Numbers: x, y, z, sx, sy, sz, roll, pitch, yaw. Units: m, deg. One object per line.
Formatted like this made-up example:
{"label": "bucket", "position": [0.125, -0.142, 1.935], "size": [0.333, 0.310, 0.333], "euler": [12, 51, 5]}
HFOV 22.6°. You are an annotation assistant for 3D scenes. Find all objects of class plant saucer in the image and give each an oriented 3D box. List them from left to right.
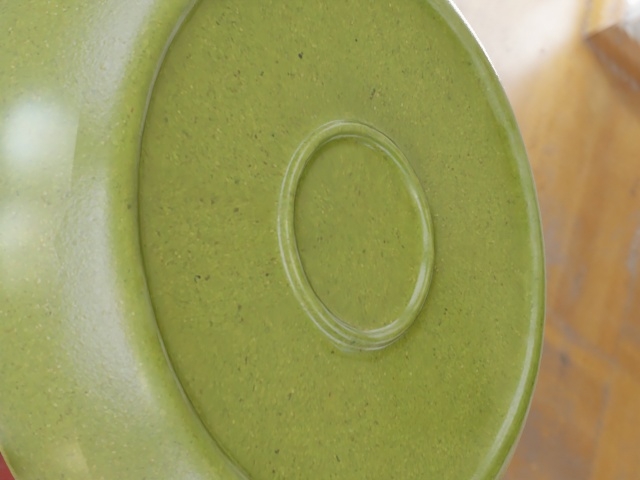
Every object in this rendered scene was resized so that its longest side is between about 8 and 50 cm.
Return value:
{"label": "plant saucer", "position": [0.000, 0.000, 0.475], "size": [0.241, 0.037, 0.241], "euler": [11, 74, -45]}
